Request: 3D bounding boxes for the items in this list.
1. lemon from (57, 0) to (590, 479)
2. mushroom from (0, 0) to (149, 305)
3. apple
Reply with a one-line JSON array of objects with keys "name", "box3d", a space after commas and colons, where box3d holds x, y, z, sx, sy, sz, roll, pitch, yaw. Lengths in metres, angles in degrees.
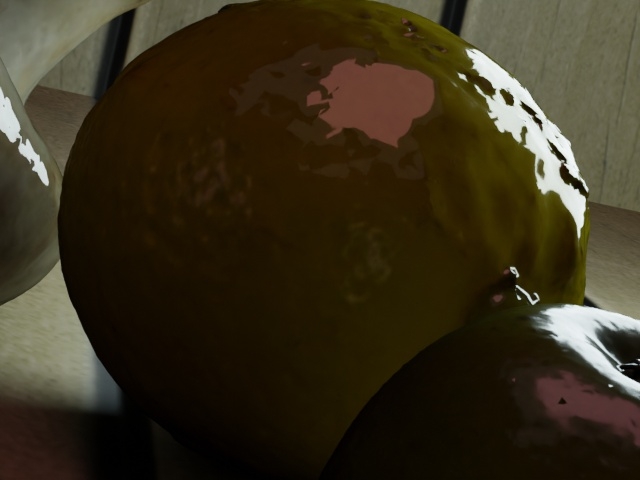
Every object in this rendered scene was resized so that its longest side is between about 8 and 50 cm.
[{"name": "lemon", "box3d": [-0.002, 0.000, 0.992, 0.261, 0.260, 0.284, 11, 10, -15]}, {"name": "mushroom", "box3d": [-0.220, -0.108, 1.128, 0.290, 0.297, 0.297, -30, 19, -9]}, {"name": "apple", "box3d": [0.094, 0.110, 0.713, 0.196, 0.157, 0.196, 15, 16, -5]}]
